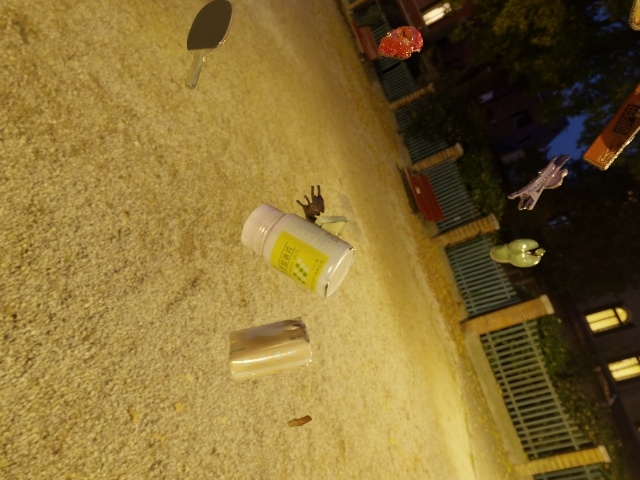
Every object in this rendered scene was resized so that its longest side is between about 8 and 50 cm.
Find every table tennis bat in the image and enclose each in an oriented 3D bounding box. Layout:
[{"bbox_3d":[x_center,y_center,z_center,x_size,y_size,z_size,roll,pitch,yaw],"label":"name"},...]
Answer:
[{"bbox_3d":[-0.293,-0.501,1.063,0.022,0.138,0.246,27,76,-59],"label":"table tennis bat"}]

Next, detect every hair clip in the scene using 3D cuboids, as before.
[{"bbox_3d":[0.817,-0.212,1.570,0.090,0.278,0.137,54,-9,-11],"label":"hair clip"}]

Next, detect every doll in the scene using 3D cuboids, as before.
[{"bbox_3d":[-0.028,-0.139,1.816,0.057,0.139,0.165,-18,79,-48],"label":"doll"}]

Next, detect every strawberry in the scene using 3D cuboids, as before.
[{"bbox_3d":[0.184,-0.454,0.958,0.152,0.104,0.048,-110,180,-58],"label":"strawberry"}]

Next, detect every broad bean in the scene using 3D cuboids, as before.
[{"bbox_3d":[0.718,0.044,1.528,0.228,0.169,0.100,180,-88,-74],"label":"broad bean"}]

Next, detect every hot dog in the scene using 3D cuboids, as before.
[{"bbox_3d":[0.859,-0.645,1.086,0.059,0.108,0.191,-138,-133,-60],"label":"hot dog"}]

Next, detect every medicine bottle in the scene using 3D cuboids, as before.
[{"bbox_3d":[-0.080,0.029,1.509,0.379,0.213,0.213,29,9,19],"label":"medicine bottle"}]

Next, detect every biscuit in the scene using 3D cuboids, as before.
[{"bbox_3d":[0.000,0.000,1.690,0.150,0.252,0.052,-7,50,-40],"label":"biscuit"}]

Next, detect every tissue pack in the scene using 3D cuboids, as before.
[{"bbox_3d":[-0.140,0.296,1.162,0.186,0.222,0.090,-124,-157,-73],"label":"tissue pack"}]

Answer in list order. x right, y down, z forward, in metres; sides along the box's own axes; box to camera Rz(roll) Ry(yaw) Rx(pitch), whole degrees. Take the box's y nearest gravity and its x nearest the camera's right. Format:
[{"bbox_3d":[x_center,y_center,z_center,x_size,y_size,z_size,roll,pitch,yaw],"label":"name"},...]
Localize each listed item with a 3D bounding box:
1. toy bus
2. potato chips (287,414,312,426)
[{"bbox_3d":[0.991,-0.413,1.309,0.093,0.408,0.092,40,24,25],"label":"toy bus"},{"bbox_3d":[-0.076,0.574,1.329,0.037,0.204,0.026,-17,70,-28],"label":"potato chips"}]
